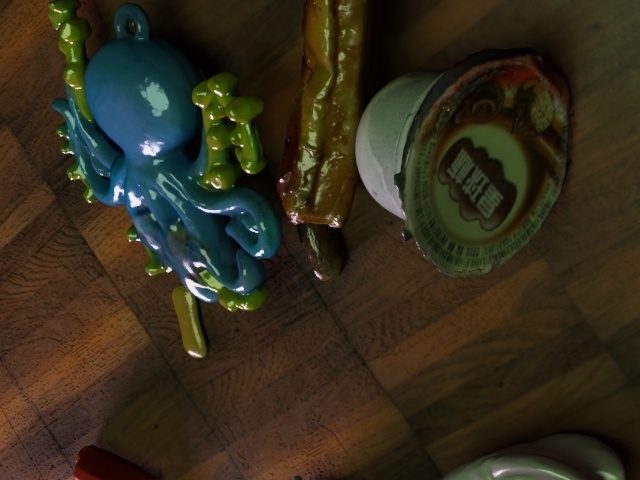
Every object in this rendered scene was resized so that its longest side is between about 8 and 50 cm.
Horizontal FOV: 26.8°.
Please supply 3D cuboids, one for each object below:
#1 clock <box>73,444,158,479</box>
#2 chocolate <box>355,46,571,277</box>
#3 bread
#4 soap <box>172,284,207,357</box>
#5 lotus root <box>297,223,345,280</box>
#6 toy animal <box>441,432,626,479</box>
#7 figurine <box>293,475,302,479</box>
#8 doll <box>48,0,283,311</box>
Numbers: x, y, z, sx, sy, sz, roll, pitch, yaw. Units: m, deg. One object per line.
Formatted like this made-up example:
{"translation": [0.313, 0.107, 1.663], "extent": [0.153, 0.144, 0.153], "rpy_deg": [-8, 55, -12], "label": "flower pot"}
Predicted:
{"translation": [-0.271, 0.348, 1.662], "extent": [0.113, 0.061, 0.155], "rpy_deg": [19, 106, 30], "label": "clock"}
{"translation": [0.110, -0.089, 1.193], "extent": [0.147, 0.221, 0.221], "rpy_deg": [32, 126, 45], "label": "chocolate"}
{"translation": [0.011, -0.148, 1.245], "extent": [0.077, 0.139, 0.271], "rpy_deg": [9, 118, 3], "label": "bread"}
{"translation": [-0.149, 0.093, 1.528], "extent": [0.034, 0.012, 0.089], "rpy_deg": [-2, 108, 34], "label": "soap"}
{"translation": [0.002, -0.001, 1.374], "extent": [0.030, 0.037, 0.083], "rpy_deg": [-17, 99, 33], "label": "lotus root"}
{"translation": [0.259, 0.309, 1.252], "extent": [0.357, 0.194, 0.258], "rpy_deg": [35, 135, 27], "label": "toy animal"}
{"translation": [0.010, 0.354, 1.481], "extent": [0.144, 0.114, 0.178], "rpy_deg": [14, 128, 21], "label": "figurine"}
{"translation": [-0.152, -0.088, 1.411], "extent": [0.346, 0.099, 0.341], "rpy_deg": [15, 128, 44], "label": "doll"}
